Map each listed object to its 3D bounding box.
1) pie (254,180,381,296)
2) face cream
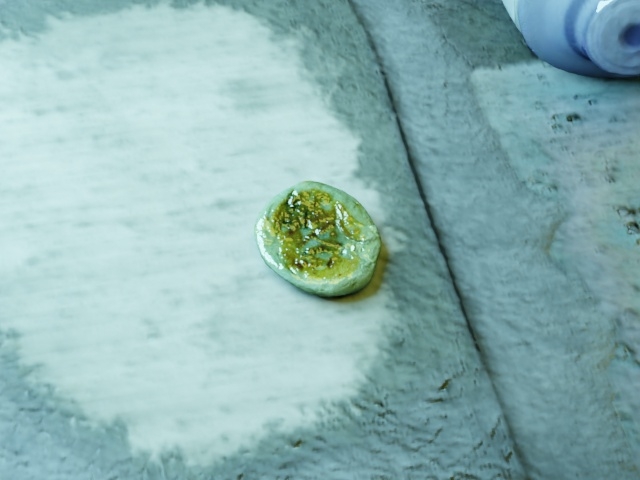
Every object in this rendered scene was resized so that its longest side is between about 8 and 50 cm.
[{"bbox_3d":[0.000,0.000,0.967,0.085,0.017,0.085,5,56,-7],"label":"pie"},{"bbox_3d":[0.217,-0.272,1.152,0.234,0.137,0.420,8,44,-3],"label":"face cream"}]
